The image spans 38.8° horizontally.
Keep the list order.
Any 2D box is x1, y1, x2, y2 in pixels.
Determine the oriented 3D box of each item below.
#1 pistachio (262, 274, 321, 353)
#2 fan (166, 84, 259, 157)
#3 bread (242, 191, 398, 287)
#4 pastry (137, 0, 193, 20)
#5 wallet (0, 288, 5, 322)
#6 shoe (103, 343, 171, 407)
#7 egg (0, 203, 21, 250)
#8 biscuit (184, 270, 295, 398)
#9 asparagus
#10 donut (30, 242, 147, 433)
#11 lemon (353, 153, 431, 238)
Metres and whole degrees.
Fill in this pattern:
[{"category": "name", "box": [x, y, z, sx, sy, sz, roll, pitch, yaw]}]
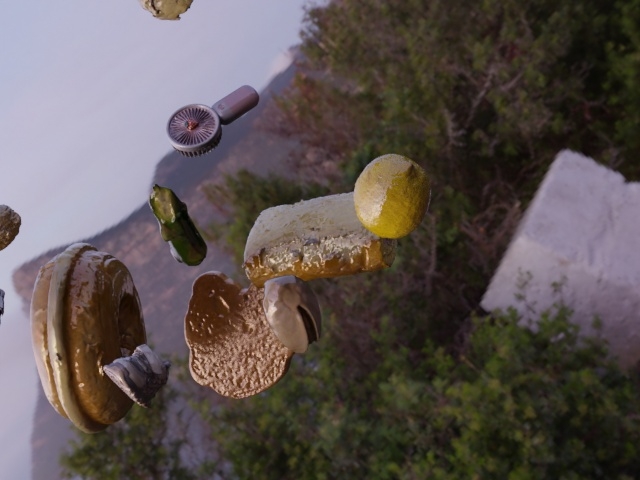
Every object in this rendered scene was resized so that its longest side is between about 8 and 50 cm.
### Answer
[{"category": "pistachio", "box": [-0.063, 0.170, 2.091, 0.126, 0.223, 0.152, -40, 40, -21]}, {"category": "fan", "box": [-0.255, -0.295, 2.179, 0.244, 0.130, 0.074, -37, -28, -13]}, {"category": "bread", "box": [0.000, 0.000, 2.296, 0.375, 0.165, 0.236, -8, 36, 21]}, {"category": "pastry", "box": [-0.447, -0.731, 2.483, 0.170, 0.256, 0.237, -11, -1, -24]}, {"category": "wallet", "box": [-0.649, 0.160, 1.705, 0.137, 0.031, 0.255, -41, 24, -4]}, {"category": "shoe", "box": [-0.320, 0.241, 1.642, 0.092, 0.089, 0.180, -47, -17, -13]}, {"category": "egg", "box": [-0.795, -0.027, 2.210, 0.140, 0.118, 0.116, -48, -20, 2]}, {"category": "biscuit", "box": [-0.214, 0.246, 2.420, 0.312, 0.351, 0.057, -10, 6, 13]}, {"category": "asparagus", "box": [-0.303, -0.024, 1.954, 0.082, 0.085, 0.343, -14, -22, -3]}, {"category": "donut", "box": [-0.537, 0.224, 2.129, 0.198, 0.448, 0.449, -6, 12, 5]}, {"category": "lemon", "box": [0.101, -0.060, 1.283, 0.109, 0.109, 0.133, -56, -12, -56]}]
